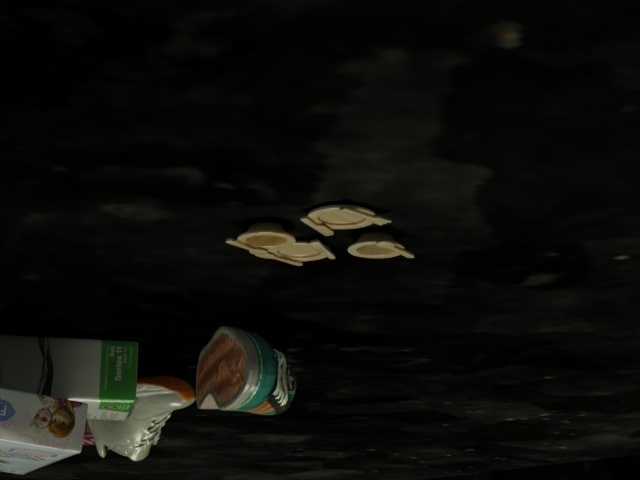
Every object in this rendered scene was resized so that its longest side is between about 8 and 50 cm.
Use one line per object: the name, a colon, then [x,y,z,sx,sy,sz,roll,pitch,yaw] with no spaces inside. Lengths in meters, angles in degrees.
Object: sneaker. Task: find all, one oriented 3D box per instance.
sneaker: [-0.082,0.170,1.640,0.121,0.108,0.302,3,171,-14]
sneaker: [-0.254,0.259,1.857,0.099,0.121,0.262,-12,177,-40]

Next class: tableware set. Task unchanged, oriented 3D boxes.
tableware set: [0.000,0.000,1.206,0.169,0.020,0.141,-10,161,29]

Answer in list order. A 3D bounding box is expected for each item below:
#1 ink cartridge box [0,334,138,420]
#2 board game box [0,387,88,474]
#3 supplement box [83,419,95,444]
ink cartridge box: [-0.356,0.185,1.699,0.208,0.087,0.153,4,162,-14]
board game box: [-0.490,0.229,1.604,0.319,0.066,0.318,14,160,-23]
supplement box: [-0.382,0.283,2.038,0.188,0.081,0.104,-2,163,6]
